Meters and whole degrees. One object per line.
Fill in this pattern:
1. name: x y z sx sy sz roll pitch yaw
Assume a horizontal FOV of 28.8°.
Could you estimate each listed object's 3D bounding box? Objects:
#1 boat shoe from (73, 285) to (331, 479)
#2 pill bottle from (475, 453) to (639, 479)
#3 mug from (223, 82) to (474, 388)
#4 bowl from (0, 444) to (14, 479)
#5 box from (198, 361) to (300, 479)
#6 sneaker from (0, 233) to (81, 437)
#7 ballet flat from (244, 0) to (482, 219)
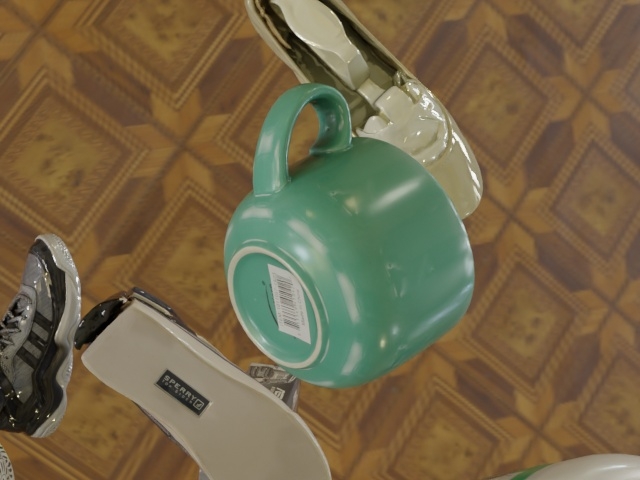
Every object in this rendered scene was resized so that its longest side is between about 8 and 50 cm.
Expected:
1. boat shoe: -0.124 0.176 1.412 0.127 0.158 0.340 -45 99 4
2. pill bottle: 0.022 0.228 0.560 0.204 0.361 0.204 16 62 -33
3. mug: -0.001 0.008 0.708 0.097 0.129 0.158 -30 76 -37
4. bowl: -0.442 0.292 1.471 0.170 0.080 0.170 5 77 -21
5. box: -0.093 0.328 1.598 0.076 0.307 0.242 8 108 6
6. sneaker: -0.393 0.125 1.563 0.153 0.101 0.269 0 103 -39
7. ballet flat: 0.032 -0.114 0.937 0.086 0.086 0.248 -42 87 -19
